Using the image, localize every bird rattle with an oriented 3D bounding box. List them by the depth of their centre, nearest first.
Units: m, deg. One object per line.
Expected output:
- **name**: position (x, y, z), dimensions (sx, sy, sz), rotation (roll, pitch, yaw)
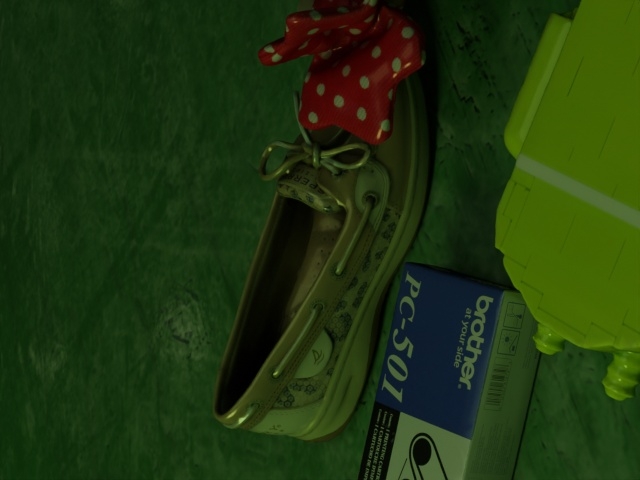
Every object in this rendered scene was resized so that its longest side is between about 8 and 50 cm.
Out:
- **bird rattle**: position (0.047, -0.188, 1.028), dimensions (0.253, 0.143, 0.207), rotation (-67, 15, 3)

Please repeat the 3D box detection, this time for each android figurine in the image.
- **android figurine**: position (0.191, -0.048, 0.859), dimensions (0.248, 0.056, 0.272), rotation (31, 106, 51)

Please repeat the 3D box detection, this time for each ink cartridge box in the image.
- **ink cartridge box**: position (0.076, 0.124, 0.977), dimensions (0.097, 0.046, 0.207), rotation (15, 94, 52)

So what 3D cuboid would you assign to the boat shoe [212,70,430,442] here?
- **boat shoe**: position (0.000, 0.000, 1.069), dimensions (0.104, 0.089, 0.285), rotation (14, 92, 54)
